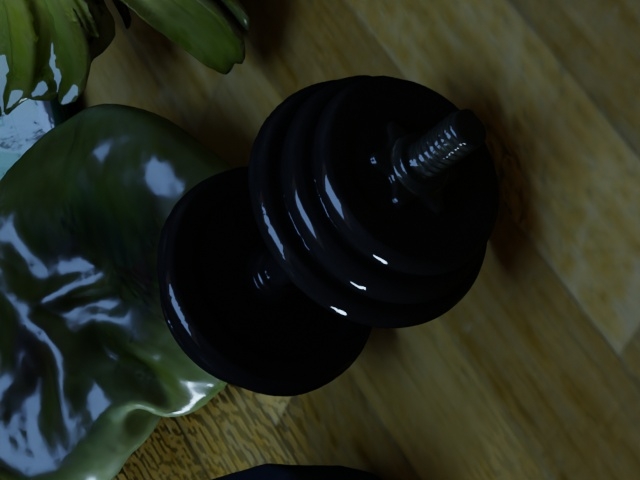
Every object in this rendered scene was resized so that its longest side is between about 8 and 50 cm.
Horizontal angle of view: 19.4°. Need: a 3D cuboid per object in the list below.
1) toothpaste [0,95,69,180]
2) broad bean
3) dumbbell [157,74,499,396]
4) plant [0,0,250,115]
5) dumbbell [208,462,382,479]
[{"bbox_3d":[-0.152,-0.070,0.962,0.078,0.047,0.248,-21,77,52],"label":"toothpaste"},{"bbox_3d":[-0.102,0.025,0.872,0.153,0.072,0.207,36,117,12],"label":"broad bean"},{"bbox_3d":[0.000,0.000,0.717,0.208,0.099,0.099,-37,67,52],"label":"dumbbell"},{"bbox_3d":[-0.167,-0.202,0.775,0.306,0.297,0.261,-39,53,55],"label":"plant"},{"bbox_3d":[0.000,0.252,0.730,0.144,0.160,0.325,90,161,-74],"label":"dumbbell"}]
